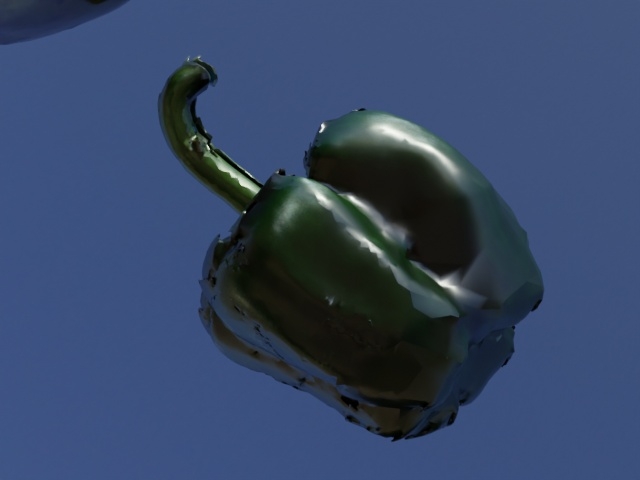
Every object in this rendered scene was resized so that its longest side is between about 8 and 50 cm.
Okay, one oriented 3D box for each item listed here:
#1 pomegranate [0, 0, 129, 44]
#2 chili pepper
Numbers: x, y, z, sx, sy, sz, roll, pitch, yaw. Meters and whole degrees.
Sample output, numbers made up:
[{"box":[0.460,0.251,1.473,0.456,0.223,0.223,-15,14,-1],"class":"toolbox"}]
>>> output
[{"box":[-0.162,-0.243,0.714,0.231,0.231,0.286,38,-93,7],"class":"pomegranate"},{"box":[0.000,0.000,0.770,0.261,0.174,0.165,35,-24,15],"class":"chili pepper"}]
